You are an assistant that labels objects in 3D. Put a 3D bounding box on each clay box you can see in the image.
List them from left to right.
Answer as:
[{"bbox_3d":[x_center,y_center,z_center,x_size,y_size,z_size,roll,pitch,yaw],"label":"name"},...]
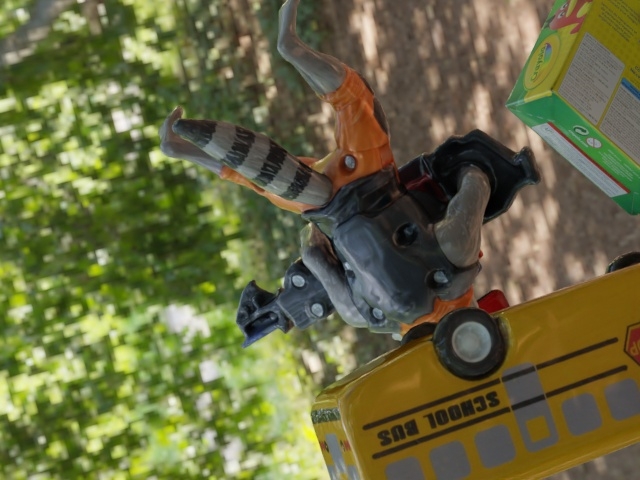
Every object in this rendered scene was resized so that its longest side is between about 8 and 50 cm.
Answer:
[{"bbox_3d":[0.222,-0.143,0.925,0.127,0.222,0.053,38,155,-21],"label":"clay box"}]

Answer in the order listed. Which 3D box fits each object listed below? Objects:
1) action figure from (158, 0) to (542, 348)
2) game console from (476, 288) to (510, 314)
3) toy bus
[{"bbox_3d":[0.000,0.000,1.181,0.330,0.341,0.178,44,-151,-10],"label":"action figure"},{"bbox_3d":[0.128,0.112,1.399,0.085,0.144,0.124,56,175,-11],"label":"game console"},{"bbox_3d":[0.163,0.097,0.996,0.108,0.332,0.130,141,110,-74],"label":"toy bus"}]
